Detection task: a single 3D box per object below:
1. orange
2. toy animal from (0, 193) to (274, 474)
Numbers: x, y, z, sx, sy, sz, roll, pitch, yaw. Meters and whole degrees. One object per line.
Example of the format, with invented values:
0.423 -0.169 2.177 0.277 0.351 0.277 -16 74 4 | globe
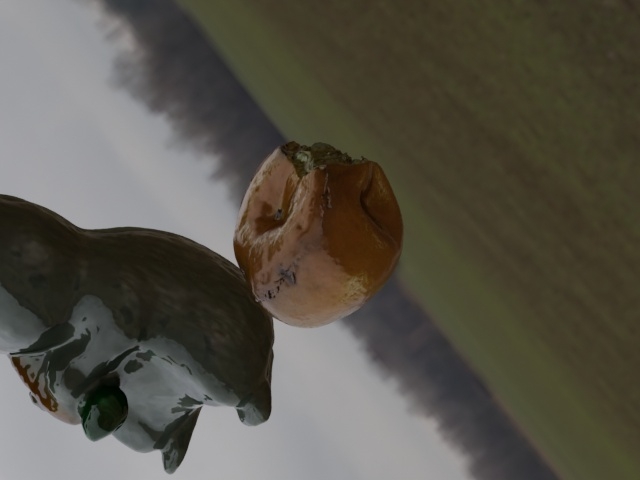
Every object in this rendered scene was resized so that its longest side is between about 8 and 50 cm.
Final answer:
0.000 0.000 0.770 0.062 0.086 0.086 29 -168 -29 | orange
-0.135 0.026 0.935 0.236 0.108 0.138 32 -138 -17 | toy animal
